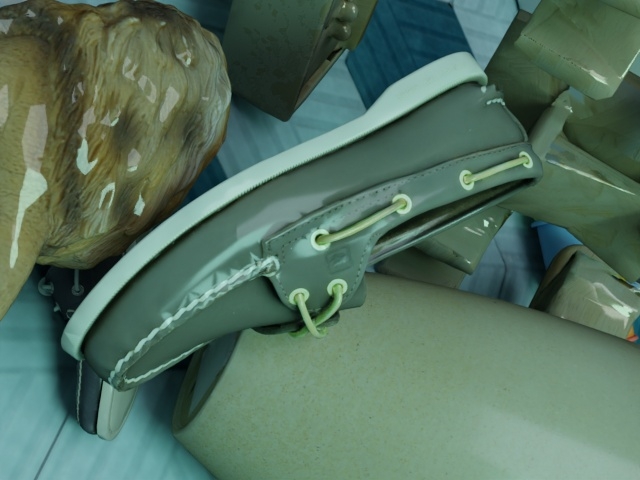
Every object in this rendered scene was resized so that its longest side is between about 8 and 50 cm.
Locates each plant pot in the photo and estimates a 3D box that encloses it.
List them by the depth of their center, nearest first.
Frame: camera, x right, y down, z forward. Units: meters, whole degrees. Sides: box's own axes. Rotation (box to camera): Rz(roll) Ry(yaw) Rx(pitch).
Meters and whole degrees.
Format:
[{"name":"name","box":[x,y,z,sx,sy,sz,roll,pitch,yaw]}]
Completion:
[{"name":"plant pot","box":[0.049,0.129,0.695,0.274,0.256,0.256,26,61,-14]}]

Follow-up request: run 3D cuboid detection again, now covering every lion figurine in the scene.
[{"name":"lion figurine","box":[-0.224,-0.070,0.492,0.392,0.142,0.240,26,84,-40]}]

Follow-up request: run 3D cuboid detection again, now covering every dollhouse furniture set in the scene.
[{"name":"dollhouse furniture set","box":[0.160,-0.144,0.785,0.394,0.362,0.256,32,56,4]}]

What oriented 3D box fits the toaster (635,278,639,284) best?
[{"name":"toaster","box":[0.381,-0.016,1.086,0.227,0.129,0.146,-11,82,-40]}]

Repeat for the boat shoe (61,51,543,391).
[{"name":"boat shoe","box":[0.001,-0.002,0.585,0.305,0.109,0.091,-33,79,-23]}]

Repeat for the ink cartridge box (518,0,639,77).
[{"name":"ink cartridge box","box":[0.350,-0.229,1.066,0.198,0.197,0.270,-12,87,-42]}]

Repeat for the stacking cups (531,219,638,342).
[{"name":"stacking cups","box":[0.244,0.008,0.987,0.096,0.096,0.316,-4,83,-42]}]

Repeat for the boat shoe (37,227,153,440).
[{"name":"boat shoe","box":[-0.147,0.025,0.668,0.065,0.075,0.206,2,79,3]}]
